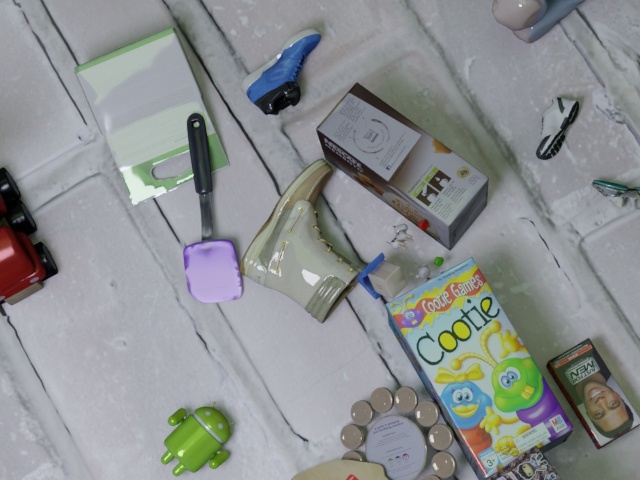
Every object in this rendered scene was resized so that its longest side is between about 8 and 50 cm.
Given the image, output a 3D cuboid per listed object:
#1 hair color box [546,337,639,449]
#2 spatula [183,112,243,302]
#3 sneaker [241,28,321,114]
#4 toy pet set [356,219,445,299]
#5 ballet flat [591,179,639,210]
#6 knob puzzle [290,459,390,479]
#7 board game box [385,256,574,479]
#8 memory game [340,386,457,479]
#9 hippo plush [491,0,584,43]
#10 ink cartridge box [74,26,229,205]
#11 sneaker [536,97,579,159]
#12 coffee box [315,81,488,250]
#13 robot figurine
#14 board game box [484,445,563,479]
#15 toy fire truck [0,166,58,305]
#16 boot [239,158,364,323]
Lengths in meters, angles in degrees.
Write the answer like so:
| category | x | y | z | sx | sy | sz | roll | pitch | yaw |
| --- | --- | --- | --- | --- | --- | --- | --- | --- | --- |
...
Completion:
| category | x | y | z | sx | sy | sz | roll | pitch | yaw |
| --- | --- | --- | --- | --- | --- | --- | --- | --- | --- |
| hair color box | 0.390 | 0.219 | 1.857 | 0.072 | 0.043 | 0.141 | -30 | 74 | -4 |
| spatula | -0.177 | -0.052 | 1.987 | 0.084 | 0.030 | 0.296 | -8 | 78 | 4 |
| sneaker | -0.043 | -0.257 | 2.029 | 0.152 | 0.058 | 0.084 | -39 | 68 | -1 |
| toy pet set | 0.115 | 0.037 | 1.908 | 0.114 | 0.122 | 0.065 | -43 | 41 | -22 |
| ballet flat | 0.460 | -0.065 | 1.936 | 0.114 | 0.041 | 0.041 | 7 | 75 | 9 |
| knob puzzle | 0.032 | 0.397 | 1.841 | 0.213 | 0.030 | 0.213 | -8 | 69 | 20 |
| board game box | 0.221 | 0.187 | 1.831 | 0.142 | 0.144 | 0.275 | -29 | 74 | -3 |
| memory game | 0.108 | 0.297 | 1.838 | 0.186 | 0.012 | 0.186 | -1 | 89 | 32 |
| hippo plush | 0.339 | -0.475 | 1.962 | 0.294 | 0.234 | 0.236 | -32 | 74 | -3 |
| ink cartridge box | -0.262 | -0.195 | 2.040 | 0.171 | 0.056 | 0.235 | -23 | 97 | 0 |
| sneaker | 0.353 | -0.171 | 1.980 | 0.044 | 0.040 | 0.109 | 23 | 73 | 28 |
| coffee box | 0.123 | -0.108 | 1.928 | 0.246 | 0.141 | 0.098 | 37 | 81 | 14 |
| robot figurine | -0.179 | 0.289 | 1.883 | 0.115 | 0.067 | 0.101 | -44 | 85 | -8 |
| board game box | 0.177 | 0.428 | 1.672 | 0.291 | 0.232 | 0.141 | -28 | 72 | -28 |
| toy fire truck | -0.490 | -0.040 | 1.916 | 0.158 | 0.246 | 0.217 | -28 | 73 | -2 |
| boot | 0.000 | 0.000 | 1.944 | 0.165 | 0.077 | 0.213 | 32 | 85 | 14 |
